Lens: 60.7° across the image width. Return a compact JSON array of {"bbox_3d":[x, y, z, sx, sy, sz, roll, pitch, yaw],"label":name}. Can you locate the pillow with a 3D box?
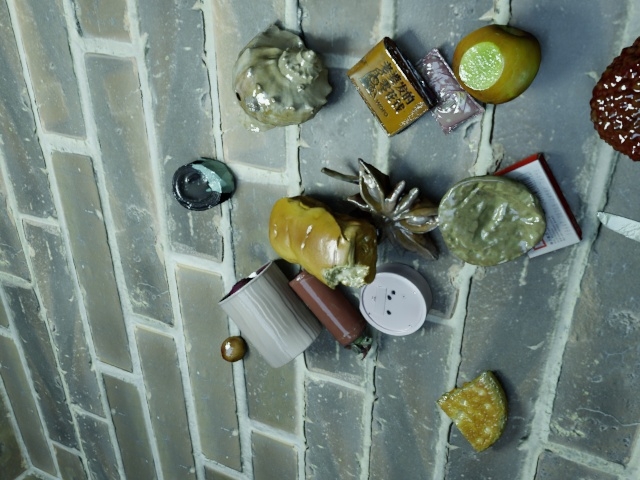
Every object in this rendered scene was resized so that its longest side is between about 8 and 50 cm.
[{"bbox_3d":[0.276,-0.336,1.240,0.118,0.043,0.185,-35,92,42],"label":"pillow"}]

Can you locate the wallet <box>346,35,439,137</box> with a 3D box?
[{"bbox_3d":[0.161,-0.350,1.265,0.195,0.042,0.161,53,143,-6],"label":"wallet"}]

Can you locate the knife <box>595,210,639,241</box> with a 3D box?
[{"bbox_3d":[0.742,0.003,1.182,0.297,0.017,0.047,27,122,18],"label":"knife"}]

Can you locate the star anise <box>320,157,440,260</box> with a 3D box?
[{"bbox_3d":[0.173,-0.079,1.382,0.349,0.109,0.292,9,124,27],"label":"star anise"}]

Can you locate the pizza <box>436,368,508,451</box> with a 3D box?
[{"bbox_3d":[0.434,0.478,1.560,0.197,0.058,0.292,6,115,26],"label":"pizza"}]

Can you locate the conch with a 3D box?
[{"bbox_3d":[-0.130,-0.391,1.352,0.324,0.186,0.263,-27,79,32],"label":"conch"}]

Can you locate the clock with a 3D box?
[{"bbox_3d":[0.206,0.163,1.512,0.196,0.068,0.197,12,119,23],"label":"clock"}]

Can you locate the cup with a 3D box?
[{"bbox_3d":[-0.170,0.232,1.660,0.288,0.208,0.273,-35,97,35],"label":"cup"}]

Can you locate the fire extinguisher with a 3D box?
[{"bbox_3d":[0.041,0.223,1.616,0.337,0.106,0.147,51,151,-3],"label":"fire extinguisher"}]

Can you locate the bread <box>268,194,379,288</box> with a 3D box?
[{"bbox_3d":[-0.005,-0.001,1.412,0.344,0.148,0.195,27,127,51],"label":"bread"}]

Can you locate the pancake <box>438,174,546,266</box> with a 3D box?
[{"bbox_3d":[0.388,-0.043,1.254,0.241,0.050,0.242,8,118,14],"label":"pancake"}]

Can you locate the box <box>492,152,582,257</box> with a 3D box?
[{"bbox_3d":[0.495,-0.073,1.252,0.123,0.050,0.229,-25,102,36],"label":"box"}]

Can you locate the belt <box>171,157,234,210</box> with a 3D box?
[{"bbox_3d":[-0.350,-0.169,1.630,0.198,0.078,0.151,-2,109,31],"label":"belt"}]

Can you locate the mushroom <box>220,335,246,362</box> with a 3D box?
[{"bbox_3d":[-0.312,0.389,1.898,0.088,0.073,0.129,26,133,-23],"label":"mushroom"}]

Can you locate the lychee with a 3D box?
[{"bbox_3d":[0.639,-0.250,0.961,0.300,0.264,0.264,-5,113,11],"label":"lychee"}]

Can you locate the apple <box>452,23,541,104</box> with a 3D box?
[{"bbox_3d":[0.362,-0.366,1.114,0.163,0.146,0.147,50,135,16],"label":"apple"}]
